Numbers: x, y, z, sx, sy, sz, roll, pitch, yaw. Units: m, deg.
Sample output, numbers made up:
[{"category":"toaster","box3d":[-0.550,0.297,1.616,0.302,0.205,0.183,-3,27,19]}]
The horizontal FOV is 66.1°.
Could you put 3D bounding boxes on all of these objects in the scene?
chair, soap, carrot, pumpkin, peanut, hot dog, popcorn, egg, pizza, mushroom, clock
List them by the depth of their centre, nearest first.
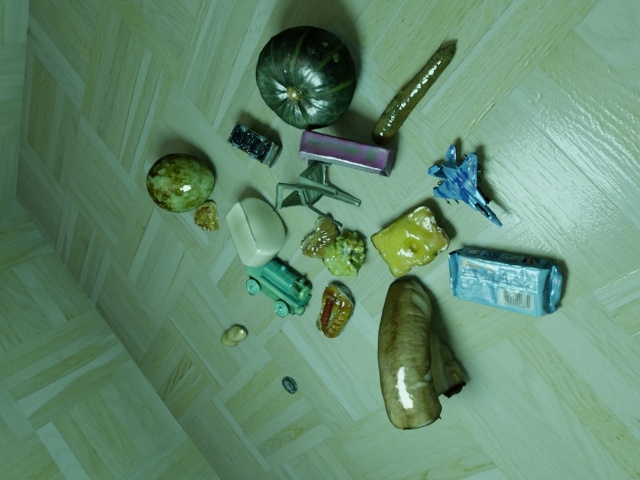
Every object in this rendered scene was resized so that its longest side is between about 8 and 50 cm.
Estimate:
[{"category":"carrot","box3d":[0.241,-0.388,1.321,0.070,0.070,0.342,49,133,10]},{"category":"soap","box3d":[0.499,0.111,1.344,0.293,0.077,0.156,12,118,36]},{"category":"pumpkin","box3d":[-0.036,-0.467,1.413,0.300,0.207,0.300,21,140,19]},{"category":"mushroom","box3d":[0.257,0.337,1.533,0.224,0.313,0.397,-18,94,41]},{"category":"chair","box3d":[-0.021,-0.159,1.573,0.274,0.203,0.191,21,135,26]},{"category":"popcorn","box3d":[0.080,0.053,1.642,0.135,0.141,0.162,87,166,-75]},{"category":"hot dog","box3d":[0.049,0.266,1.820,0.131,0.069,0.253,34,131,22]},{"category":"egg","box3d":[-0.556,-0.233,1.970,0.289,0.238,0.238,-10,105,30]},{"category":"pizza","box3d":[-0.489,-0.098,2.113,0.134,0.046,0.175,50,134,9]},{"category":"clock","box3d":[-0.139,0.652,2.219,0.085,0.017,0.085,19,123,33]},{"category":"peanut","box3d":[-0.405,0.449,2.304,0.082,0.082,0.187,55,134,4]}]

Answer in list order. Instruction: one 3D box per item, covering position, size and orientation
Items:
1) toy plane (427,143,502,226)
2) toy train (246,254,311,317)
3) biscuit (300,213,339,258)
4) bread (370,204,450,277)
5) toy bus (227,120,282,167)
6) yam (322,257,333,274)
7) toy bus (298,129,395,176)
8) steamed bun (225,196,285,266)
[{"category":"toy plane","box3d":[0.399,-0.133,1.309,0.246,0.078,0.169,44,134,6]},{"category":"toy train","box3d":[-0.166,0.163,1.924,0.298,0.120,0.194,34,125,23]},{"category":"biscuit","box3d":[0.000,0.000,1.715,0.118,0.061,0.183,43,121,8]},{"category":"bread","box3d":[0.276,-0.002,1.476,0.233,0.088,0.161,-33,93,43]},{"category":"toy bus","box3d":[-0.224,-0.332,1.721,0.182,0.103,0.091,33,100,24]},{"category":"yam","box3d":[0.016,0.065,1.776,0.129,0.027,0.033,55,179,10]},{"category":"toy bus","box3d":[0.078,-0.252,1.427,0.273,0.112,0.090,13,96,8]},{"category":"steamed bun","box3d":[-0.231,-0.034,1.835,0.146,0.164,0.242,-43,63,44]}]
